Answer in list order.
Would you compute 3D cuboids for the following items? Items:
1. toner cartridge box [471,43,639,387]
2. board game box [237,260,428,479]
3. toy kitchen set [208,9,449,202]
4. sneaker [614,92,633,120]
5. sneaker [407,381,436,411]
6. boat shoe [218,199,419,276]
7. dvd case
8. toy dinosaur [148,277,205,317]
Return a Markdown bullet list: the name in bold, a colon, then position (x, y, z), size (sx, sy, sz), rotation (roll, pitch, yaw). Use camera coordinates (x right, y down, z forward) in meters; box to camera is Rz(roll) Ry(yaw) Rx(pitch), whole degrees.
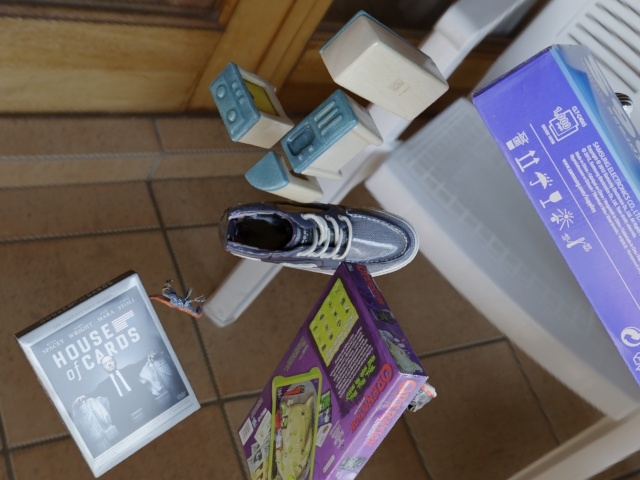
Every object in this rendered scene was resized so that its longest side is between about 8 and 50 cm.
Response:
- **toner cartridge box**: position (0.259, 0.007, 0.639), size (0.347, 0.075, 0.165), rotation (60, 31, 2)
- **board game box**: position (0.000, 0.223, 1.045), size (0.056, 0.346, 0.208), rotation (15, 32, -28)
- **toy kitchen set**: position (-0.018, -0.158, 0.765), size (0.122, 0.207, 0.166), rotation (16, 42, -51)
- **sneaker**: position (0.473, -0.196, 1.492), size (0.229, 0.132, 0.086), rotation (-4, 33, 18)
- **sneaker**: position (0.191, 0.312, 1.587), size (0.061, 0.158, 0.065), rotation (37, 83, 18)
- **boat shoe**: position (0.000, 0.000, 1.274), size (0.341, 0.158, 0.127), rotation (2, 92, -3)
- **dvd case**: position (-0.289, 0.185, 1.098), size (0.179, 0.030, 0.238), rotation (-32, 116, -25)
- **toy dinosaur**: position (-0.237, 0.103, 1.324), size (0.082, 0.090, 0.047), rotation (61, 1, -20)
